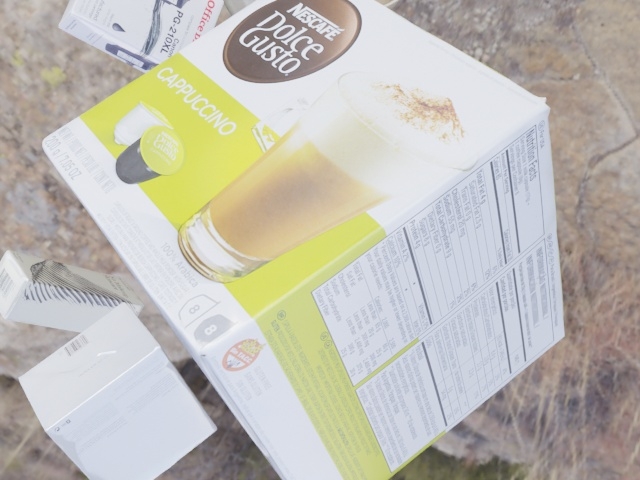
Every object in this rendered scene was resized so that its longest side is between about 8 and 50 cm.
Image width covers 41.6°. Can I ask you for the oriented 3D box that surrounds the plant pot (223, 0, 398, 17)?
[{"bbox_3d":[-0.035,-0.379,1.194,0.284,0.284,0.191,35,145,-6],"label":"plant pot"}]

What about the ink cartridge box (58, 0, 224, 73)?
[{"bbox_3d":[-0.310,-0.401,1.488,0.237,0.172,0.100,25,166,-27],"label":"ink cartridge box"}]

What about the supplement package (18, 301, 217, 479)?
[{"bbox_3d":[-0.303,0.247,1.279,0.149,0.194,0.203,37,158,49],"label":"supplement package"}]

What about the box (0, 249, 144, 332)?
[{"bbox_3d":[-0.488,0.109,1.631,0.275,0.094,0.113,19,-163,-50],"label":"box"}]

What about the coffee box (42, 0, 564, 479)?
[{"bbox_3d":[0.000,0.000,0.832,0.337,0.334,0.338,44,164,40],"label":"coffee box"}]
